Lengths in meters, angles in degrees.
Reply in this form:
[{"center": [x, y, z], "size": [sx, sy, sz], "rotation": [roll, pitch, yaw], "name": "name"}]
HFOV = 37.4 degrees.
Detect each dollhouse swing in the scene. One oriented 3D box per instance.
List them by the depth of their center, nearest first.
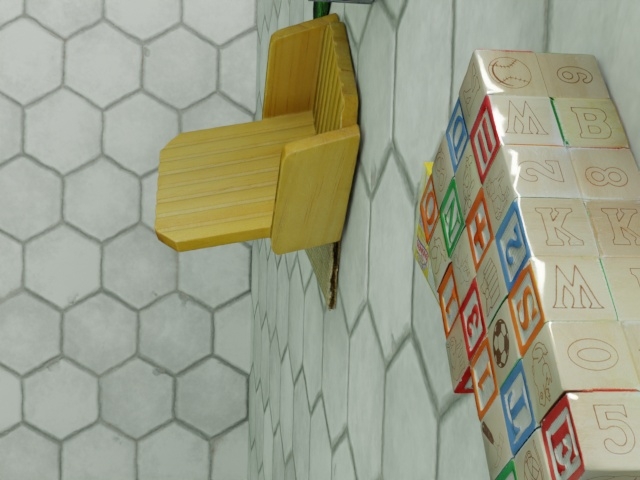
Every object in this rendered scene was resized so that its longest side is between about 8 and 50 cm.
[{"center": [-0.119, -0.182, 1.580], "size": [0.346, 0.305, 0.315], "rotation": [-95, 11, -45], "name": "dollhouse swing"}]

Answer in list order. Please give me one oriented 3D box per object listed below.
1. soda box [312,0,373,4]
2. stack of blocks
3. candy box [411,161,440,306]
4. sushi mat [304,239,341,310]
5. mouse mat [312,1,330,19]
[{"center": [0.037, -0.476, 1.297], "size": [0.091, 0.098, 0.286], "rotation": [-173, 84, -83], "name": "soda box"}, {"center": [0.145, 0.042, 0.613], "size": [0.171, 0.087, 0.297], "rotation": [103, 165, -53], "name": "stack of blocks"}, {"center": [0.127, 0.008, 0.917], "size": [0.206, 0.027, 0.105], "rotation": [-107, 18, -63], "name": "candy box"}, {"center": [0.000, 0.000, 1.728], "size": [0.316, 0.019, 0.151], "rotation": [-114, 26, -69], "name": "sushi mat"}, {"center": [0.003, -0.456, 1.793], "size": [0.189, 0.007, 0.152], "rotation": [104, 164, -52], "name": "mouse mat"}]
